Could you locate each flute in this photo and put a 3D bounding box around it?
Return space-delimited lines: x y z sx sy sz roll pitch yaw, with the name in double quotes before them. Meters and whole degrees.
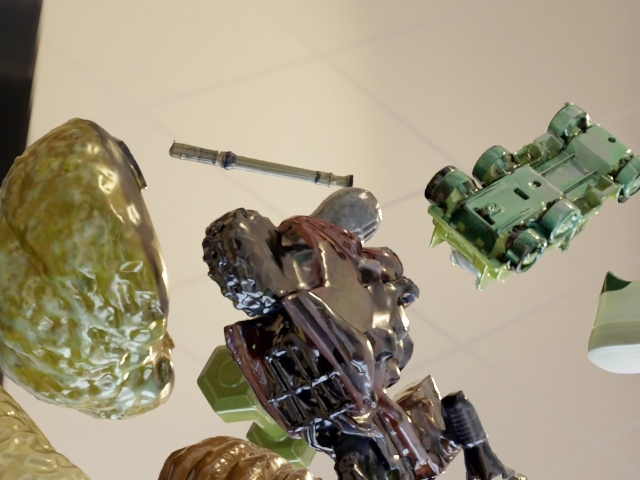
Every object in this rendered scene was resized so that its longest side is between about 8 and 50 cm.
"flute" -0.073 -0.091 1.416 0.027 0.233 0.027 -169 -90 -84

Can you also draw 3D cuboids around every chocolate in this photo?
"chocolate" 0.000 0.000 1.259 0.072 0.167 0.072 41 -28 27

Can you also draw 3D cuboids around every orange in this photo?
"orange" -0.270 0.058 1.253 0.271 0.210 0.369 54 -25 38

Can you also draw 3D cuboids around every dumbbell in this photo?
"dumbbell" -0.085 0.256 1.725 0.108 0.302 0.121 19 -111 26

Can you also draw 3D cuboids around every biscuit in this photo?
"biscuit" -0.014 0.297 1.197 0.107 0.325 0.325 -61 -156 -14

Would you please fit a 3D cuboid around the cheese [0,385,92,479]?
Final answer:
"cheese" -0.187 0.143 0.652 0.167 0.093 0.123 28 -43 40

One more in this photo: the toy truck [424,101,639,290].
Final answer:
"toy truck" 0.228 -0.036 1.224 0.128 0.259 0.135 43 -31 26

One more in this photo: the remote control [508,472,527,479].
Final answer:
"remote control" 0.279 0.339 1.597 0.016 0.091 0.034 -34 -105 11

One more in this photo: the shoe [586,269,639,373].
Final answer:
"shoe" 0.392 0.064 1.123 0.264 0.095 0.110 -9 -123 28

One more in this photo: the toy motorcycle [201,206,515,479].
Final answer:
"toy motorcycle" 0.050 0.136 0.945 0.134 0.207 0.401 -29 -88 32
